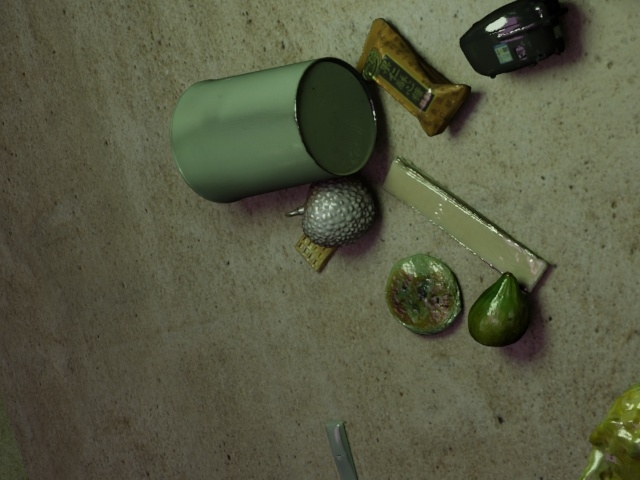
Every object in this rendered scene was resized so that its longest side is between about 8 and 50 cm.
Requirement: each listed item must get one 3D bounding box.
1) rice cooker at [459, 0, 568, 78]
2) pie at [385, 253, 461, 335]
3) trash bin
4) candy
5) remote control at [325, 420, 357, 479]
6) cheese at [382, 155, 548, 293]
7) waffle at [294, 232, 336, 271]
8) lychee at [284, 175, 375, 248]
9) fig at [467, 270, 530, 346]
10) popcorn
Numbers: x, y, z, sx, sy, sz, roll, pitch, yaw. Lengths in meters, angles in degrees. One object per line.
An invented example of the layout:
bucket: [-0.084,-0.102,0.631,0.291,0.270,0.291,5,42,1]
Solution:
rice cooker: [0.356,-0.375,1.780,0.203,0.142,0.118,-13,106,40]
pie: [0.218,0.118,2.084,0.186,0.041,0.187,10,107,36]
trash bin: [-0.119,-0.233,2.078,0.432,0.280,0.280,-6,99,43]
candy: [0.173,-0.325,1.964,0.271,0.101,0.143,44,119,27]
remote control: [0.052,0.524,2.334,0.050,0.027,0.184,-11,96,39]
cheese: [0.290,-0.038,1.993,0.400,0.034,0.085,37,119,23]
waffle: [0.000,0.000,2.234,0.092,0.021,0.135,50,127,18]
lychee: [0.022,-0.065,2.103,0.197,0.165,0.165,9,111,2]
fig: [0.353,0.133,1.923,0.123,0.123,0.156,15,125,34]
popcorn: [0.625,0.382,1.719,0.293,0.237,0.293,7,102,36]
